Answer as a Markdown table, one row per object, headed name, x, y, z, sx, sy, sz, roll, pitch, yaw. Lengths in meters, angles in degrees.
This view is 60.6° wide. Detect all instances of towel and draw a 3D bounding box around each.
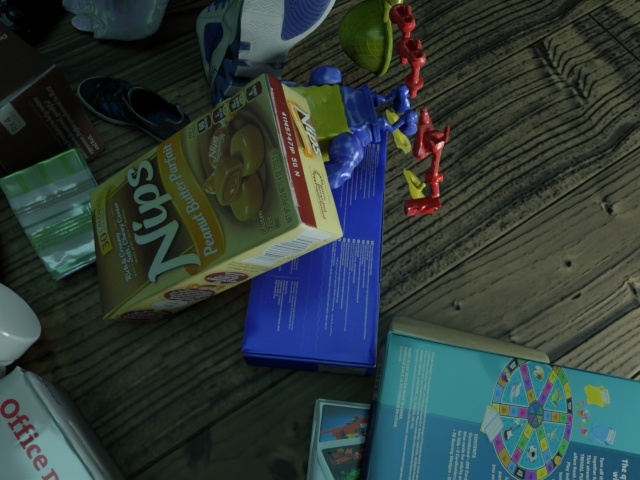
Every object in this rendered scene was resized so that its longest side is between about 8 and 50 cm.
| name | x | y | z | sx | sy | sz | roll | pitch | yaw |
| --- | --- | --- | --- | --- | --- | --- | --- | --- | --- |
| towel | -0.341 | -0.036 | 0.736 | 0.113 | 0.023 | 0.152 | -30 | 103 | -23 |

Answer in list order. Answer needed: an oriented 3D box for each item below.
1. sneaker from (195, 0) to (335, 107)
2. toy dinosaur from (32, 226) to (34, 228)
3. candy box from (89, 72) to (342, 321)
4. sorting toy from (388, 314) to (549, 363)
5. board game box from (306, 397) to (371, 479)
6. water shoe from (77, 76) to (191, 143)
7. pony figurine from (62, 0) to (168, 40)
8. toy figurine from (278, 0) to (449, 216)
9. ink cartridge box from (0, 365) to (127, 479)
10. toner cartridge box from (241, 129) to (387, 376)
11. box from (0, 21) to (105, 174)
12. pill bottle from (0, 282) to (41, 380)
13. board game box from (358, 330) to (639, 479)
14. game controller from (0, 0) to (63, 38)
| name | x | y | z | sx | sy | sz | roll | pitch | yaw |
| --- | --- | --- | --- | --- | --- | --- | --- | --- | --- |
| sneaker | -0.105 | -0.315 | 0.785 | 0.127 | 0.315 | 0.182 | -2 | 49 | -37 |
| toy dinosaur | -0.371 | -0.019 | 0.778 | 0.082 | 0.047 | 0.090 | 11 | 33 | 13 |
| candy box | -0.142 | -0.035 | 0.659 | 0.316 | 0.087 | 0.183 | -24 | 68 | 28 |
| sorting toy | 0.217 | 0.230 | 0.675 | 0.307 | 0.041 | 0.229 | 13 | 67 | 4 |
| board game box | 0.135 | 0.291 | 0.608 | 0.305 | 0.053 | 0.193 | 6 | 73 | 2 |
| water shoe | -0.283 | -0.214 | 0.830 | 0.203 | 0.080 | 0.073 | 24 | 68 | 9 |
| pony figurine | -0.239 | -0.452 | 0.810 | 0.351 | 0.363 | 0.302 | 17 | 91 | 11 |
| toy figurine | 0.007 | -0.193 | 0.699 | 0.217 | 0.191 | 0.362 | -11 | 65 | -1 |
| ink cartridge box | -0.366 | 0.324 | 0.569 | 0.307 | 0.129 | 0.223 | -38 | 73 | -17 |
| toner cartridge box | 0.000 | 0.000 | 0.750 | 0.165 | 0.075 | 0.347 | 6 | 66 | 0 |
| box | -0.509 | -0.247 | 0.778 | 0.381 | 0.191 | 0.143 | 40 | 71 | 14 |
| pill bottle | -0.438 | 0.153 | 0.611 | 0.229 | 0.131 | 0.131 | -43 | 74 | -1 |
| board game box | 0.209 | 0.251 | 0.551 | 0.336 | 0.079 | 0.253 | 11 | 73 | 2 |
| game controller | -0.488 | -0.487 | 0.925 | 0.166 | 0.067 | 0.319 | 34 | 62 | -26 |
